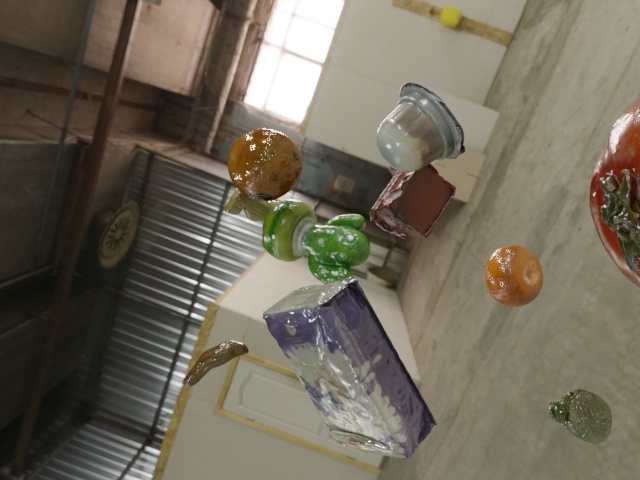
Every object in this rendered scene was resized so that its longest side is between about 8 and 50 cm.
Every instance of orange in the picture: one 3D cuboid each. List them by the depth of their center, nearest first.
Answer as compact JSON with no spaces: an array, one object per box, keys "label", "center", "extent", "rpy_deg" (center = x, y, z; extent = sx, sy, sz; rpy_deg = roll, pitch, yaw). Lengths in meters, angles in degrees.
[{"label":"orange","center":[-0.148,-0.202,1.282],"extent":[0.206,0.206,0.206],"rpy_deg":[-159,90,-90]},{"label":"orange","center":[0.680,0.127,1.710],"extent":[0.170,0.224,0.224],"rpy_deg":[-24,41,58]}]

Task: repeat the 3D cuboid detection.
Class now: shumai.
[{"label":"shumai","center":[0.427,0.287,0.790],"extent":[0.082,0.083,0.080],"rpy_deg":[-33,-17,4]}]

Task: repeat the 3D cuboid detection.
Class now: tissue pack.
[{"label":"tissue pack","center":[0.051,0.254,0.954],"extent":[0.125,0.344,0.242],"rpy_deg":[-36,10,-36]}]

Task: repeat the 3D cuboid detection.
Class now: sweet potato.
[{"label":"sweet potato","center":[-0.259,0.285,1.134],"extent":[0.182,0.053,0.054],"rpy_deg":[-33,-20,7]}]

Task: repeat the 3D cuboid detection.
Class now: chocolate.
[{"label":"chocolate","center":[0.207,-0.223,1.067],"extent":[0.147,0.221,0.221],"rpy_deg":[-46,-2,-7]}]

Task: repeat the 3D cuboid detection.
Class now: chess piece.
[{"label":"chess piece","center":[-0.200,-0.101,1.467],"extent":[0.200,0.090,0.090],"rpy_deg":[18,-87,-50]}]

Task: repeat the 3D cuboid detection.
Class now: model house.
[{"label":"model house","center":[0.263,-0.119,1.485],"extent":[0.196,0.160,0.254],"rpy_deg":[-57,13,-9]}]

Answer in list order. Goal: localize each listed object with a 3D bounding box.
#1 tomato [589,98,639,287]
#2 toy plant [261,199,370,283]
[{"label":"tomato","center":[0.537,-0.063,0.628],"extent":[0.293,0.289,0.325],"rpy_deg":[28,-130,-81]},{"label":"toy plant","center":[0.000,0.000,1.376],"extent":[0.224,0.315,0.184],"rpy_deg":[-57,-31,-19]}]
